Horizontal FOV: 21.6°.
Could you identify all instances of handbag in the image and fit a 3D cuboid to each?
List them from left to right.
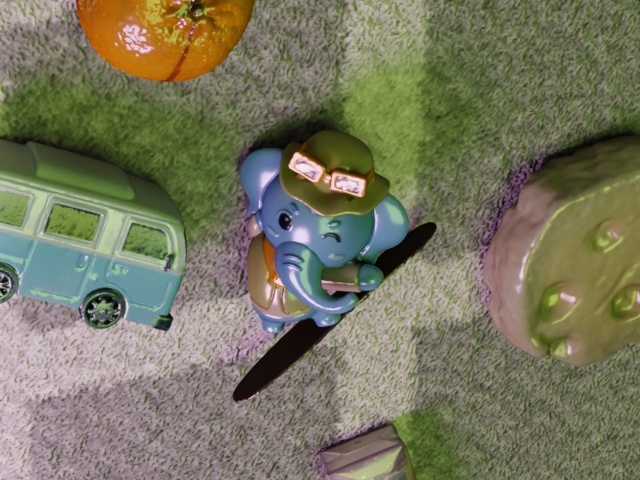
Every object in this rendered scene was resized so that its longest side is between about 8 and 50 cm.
[{"bbox_3d":[0.075,0.339,2.240,0.117,0.095,0.173,-20,118,-1],"label":"handbag"}]

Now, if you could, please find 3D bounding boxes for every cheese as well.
[{"bbox_3d":[0.366,0.021,2.128,0.326,0.115,0.318,22,111,-30],"label":"cheese"}]

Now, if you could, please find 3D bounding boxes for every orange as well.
[{"bbox_3d":[-0.157,-0.255,1.721,0.193,0.161,0.193,-7,124,-11],"label":"orange"}]

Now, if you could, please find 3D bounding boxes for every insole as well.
[{"bbox_3d":[0.016,0.086,2.044,0.328,0.111,0.007,-41,108,0],"label":"insole"}]

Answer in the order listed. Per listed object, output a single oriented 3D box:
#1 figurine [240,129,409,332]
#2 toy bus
[{"bbox_3d":[0.000,-0.002,1.945,0.154,0.180,0.262,-24,127,-43],"label":"figurine"},{"bbox_3d":[-0.276,-0.010,1.850,0.271,0.133,0.164,15,110,-26],"label":"toy bus"}]
